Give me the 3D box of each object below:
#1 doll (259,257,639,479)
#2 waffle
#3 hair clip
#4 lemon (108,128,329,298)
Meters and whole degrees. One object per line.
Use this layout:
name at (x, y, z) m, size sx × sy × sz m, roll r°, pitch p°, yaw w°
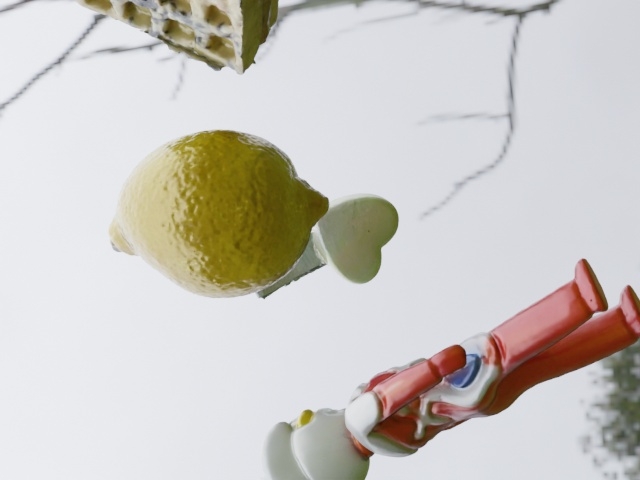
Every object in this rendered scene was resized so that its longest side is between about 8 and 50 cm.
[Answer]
doll at (0.105, 0.140, 1.382) m, size 0.188 × 0.384 × 0.099 m, roll 28°, pitch -146°, yaw -60°
waffle at (-0.171, -0.364, 1.697) m, size 0.376 × 0.261 × 0.114 m, roll 97°, pitch -162°, yaw -60°
hair clip at (-0.001, -0.002, 2.057) m, size 0.159 × 0.218 × 0.071 m, roll 62°, pitch -178°, yaw -17°
lemon at (-0.111, -0.029, 1.643) m, size 0.187 × 0.244 × 0.187 m, roll -5°, pitch -90°, yaw -78°
